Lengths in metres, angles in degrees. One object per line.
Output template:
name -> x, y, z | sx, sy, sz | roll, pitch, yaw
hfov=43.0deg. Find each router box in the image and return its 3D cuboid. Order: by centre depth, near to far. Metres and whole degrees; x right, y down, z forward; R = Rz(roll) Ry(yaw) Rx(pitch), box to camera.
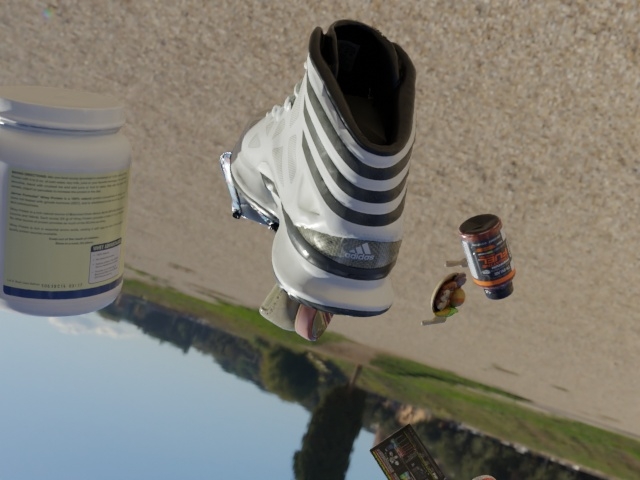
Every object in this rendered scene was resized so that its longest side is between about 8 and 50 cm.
router box -> 0.160, 0.414, 1.498 | 0.122, 0.092, 0.038 | 56, 175, 19

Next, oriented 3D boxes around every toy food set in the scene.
toy food set -> 0.334, 0.139, 2.081 | 0.038, 0.192, 0.132 | 32, -158, 36

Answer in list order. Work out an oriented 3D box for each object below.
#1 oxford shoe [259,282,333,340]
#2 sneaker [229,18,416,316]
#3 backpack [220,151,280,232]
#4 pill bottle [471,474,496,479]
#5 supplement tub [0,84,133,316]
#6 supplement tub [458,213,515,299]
oxford shoe -> 0.000, 0.000, 1.655 | 0.147, 0.397, 0.140 | 17, 158, 22
sneaker -> 0.016, -0.131, 0.924 | 0.169, 0.257, 0.447 | 7, -155, -19
backpack -> -0.125, -0.124, 1.687 | 0.158, 0.117, 0.173 | 18, 139, 41
pill bottle -> 0.423, 0.653, 1.905 | 0.108, 0.108, 0.193 | 24, -168, -33
supplement tub -> -0.421, -0.066, 1.279 | 0.236, 0.324, 0.235 | 8, -164, -2
supplement tub -> 0.402, 0.042, 1.929 | 0.106, 0.106, 0.197 | 9, 129, 50
